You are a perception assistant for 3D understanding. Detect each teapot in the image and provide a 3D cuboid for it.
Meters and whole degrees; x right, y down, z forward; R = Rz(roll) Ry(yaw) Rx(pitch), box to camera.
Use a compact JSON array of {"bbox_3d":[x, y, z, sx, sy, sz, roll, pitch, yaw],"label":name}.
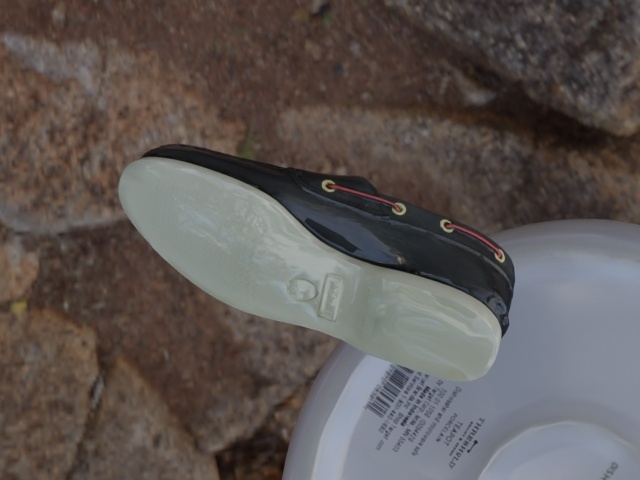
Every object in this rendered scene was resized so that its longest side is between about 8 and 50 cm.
[{"bbox_3d":[0.110,0.124,0.594,0.256,0.253,0.187,-12,164,13],"label":"teapot"}]

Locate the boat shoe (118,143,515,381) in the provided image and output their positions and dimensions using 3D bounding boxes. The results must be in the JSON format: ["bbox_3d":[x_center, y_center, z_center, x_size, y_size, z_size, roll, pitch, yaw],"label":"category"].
[{"bbox_3d":[-0.001,0.001,0.464,0.133,0.042,0.049,22,134,2],"label":"boat shoe"}]
